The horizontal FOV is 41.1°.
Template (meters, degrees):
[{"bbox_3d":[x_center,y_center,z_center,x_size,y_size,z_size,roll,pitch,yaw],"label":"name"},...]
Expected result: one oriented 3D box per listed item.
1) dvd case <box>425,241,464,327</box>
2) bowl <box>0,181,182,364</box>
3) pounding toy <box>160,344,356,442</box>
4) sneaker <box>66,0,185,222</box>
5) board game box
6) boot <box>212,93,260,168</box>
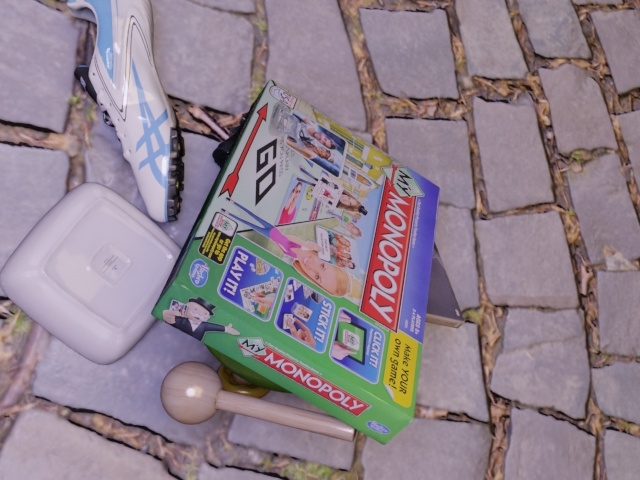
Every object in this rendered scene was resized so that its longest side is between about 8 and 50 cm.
[{"bbox_3d":[0.036,0.000,0.848,0.221,0.018,0.164,14,44,-33],"label":"dvd case"},{"bbox_3d":[-0.197,0.025,0.778,0.142,0.053,0.142,42,61,-14],"label":"bowl"},{"bbox_3d":[-0.039,0.122,0.800,0.183,0.110,0.237,14,30,5],"label":"pounding toy"},{"bbox_3d":[-0.182,-0.129,0.814,0.086,0.085,0.237,-14,88,-4],"label":"sneaker"},{"bbox_3d":[0.000,0.000,0.759,0.214,0.046,0.317,31,37,-12],"label":"board game box"},{"bbox_3d":[-0.047,-0.086,0.892,0.121,0.045,0.099,47,55,-13],"label":"boot"}]
